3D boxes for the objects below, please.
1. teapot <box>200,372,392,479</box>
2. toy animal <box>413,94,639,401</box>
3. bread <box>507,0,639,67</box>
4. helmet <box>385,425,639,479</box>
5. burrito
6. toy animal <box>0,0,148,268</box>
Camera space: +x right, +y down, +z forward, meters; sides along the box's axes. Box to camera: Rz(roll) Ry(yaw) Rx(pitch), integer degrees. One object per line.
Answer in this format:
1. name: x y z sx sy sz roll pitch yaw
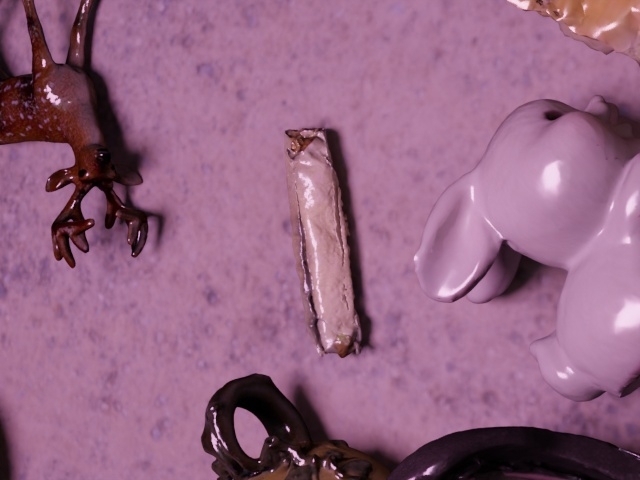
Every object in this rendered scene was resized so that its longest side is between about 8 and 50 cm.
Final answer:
1. teapot: -0.023 0.223 0.910 0.173 0.183 0.269 -31 74 28
2. toy animal: 0.173 0.010 0.830 0.193 0.127 0.178 42 111 22
3. bread: 0.240 -0.285 0.732 0.361 0.250 0.394 27 99 26
4. helmet: 0.138 0.227 0.822 0.154 0.253 0.198 -24 45 63
5. burrito: 0.000 0.000 0.985 0.045 0.041 0.185 -6 84 -11
6. toy animal: -0.239 -0.107 1.119 0.243 0.087 0.259 0 91 44
